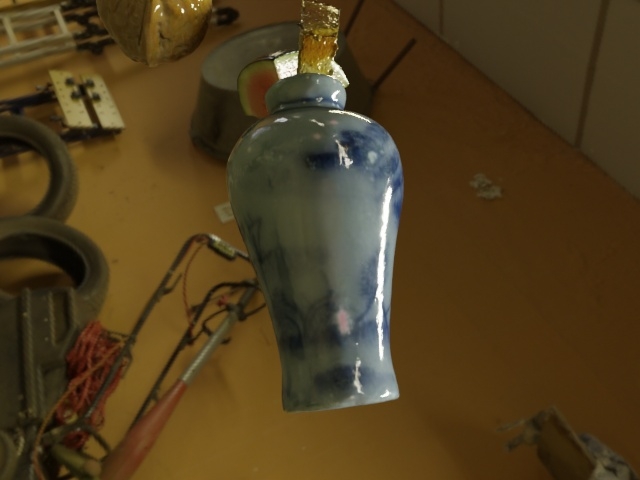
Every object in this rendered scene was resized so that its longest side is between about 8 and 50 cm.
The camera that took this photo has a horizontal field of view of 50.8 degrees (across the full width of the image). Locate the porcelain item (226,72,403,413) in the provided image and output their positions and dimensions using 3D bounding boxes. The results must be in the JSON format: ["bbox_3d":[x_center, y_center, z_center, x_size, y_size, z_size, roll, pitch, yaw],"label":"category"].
[{"bbox_3d":[0.000,0.000,0.529,0.141,0.141,0.259,127,-41,-74],"label":"porcelain item"}]

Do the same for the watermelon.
[{"bbox_3d":[-0.043,-0.277,1.160,0.137,0.145,0.193,46,-24,-4],"label":"watermelon"}]

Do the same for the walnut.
[{"bbox_3d":[-0.229,-0.319,0.931,0.166,0.167,0.149,97,-3,-64],"label":"walnut"}]

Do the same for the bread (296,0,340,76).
[{"bbox_3d":[-0.008,-0.278,0.980,0.187,0.065,0.103,-85,-174,-55],"label":"bread"}]
